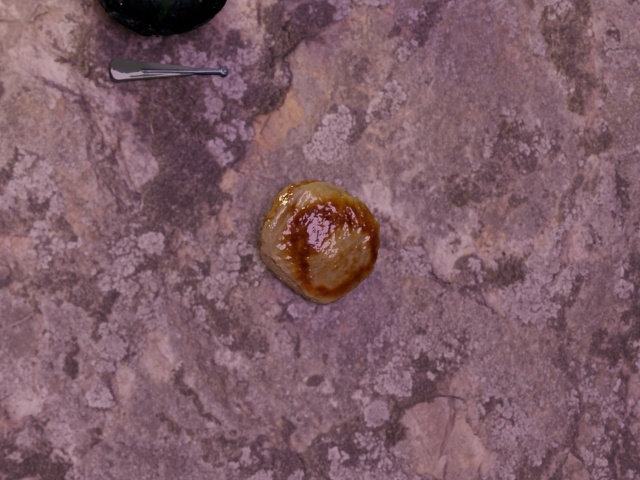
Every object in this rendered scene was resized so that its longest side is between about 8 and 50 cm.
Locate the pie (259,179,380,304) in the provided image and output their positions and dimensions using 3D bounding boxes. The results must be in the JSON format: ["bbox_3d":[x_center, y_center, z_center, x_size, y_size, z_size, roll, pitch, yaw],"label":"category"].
[{"bbox_3d":[0.000,0.000,1.832,0.205,0.084,0.179,45,74,-15],"label":"pie"}]

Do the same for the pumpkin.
[{"bbox_3d":[-0.244,-0.427,1.731,0.233,0.163,0.233,0,89,-19],"label":"pumpkin"}]

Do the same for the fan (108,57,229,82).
[{"bbox_3d":[-0.240,-0.272,1.800,0.193,0.016,0.038,-3,86,-19],"label":"fan"}]
